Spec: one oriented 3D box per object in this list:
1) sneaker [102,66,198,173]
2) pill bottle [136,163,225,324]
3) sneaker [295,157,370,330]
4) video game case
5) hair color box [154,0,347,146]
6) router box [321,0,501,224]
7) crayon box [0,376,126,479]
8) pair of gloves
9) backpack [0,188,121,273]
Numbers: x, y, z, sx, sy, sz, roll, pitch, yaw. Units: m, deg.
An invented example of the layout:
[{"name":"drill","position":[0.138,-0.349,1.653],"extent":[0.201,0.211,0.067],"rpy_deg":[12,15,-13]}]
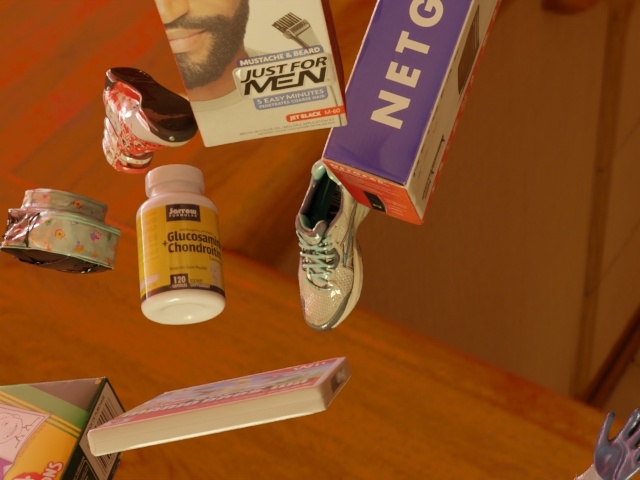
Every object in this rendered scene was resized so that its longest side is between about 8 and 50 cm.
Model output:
[{"name":"sneaker","position":[-0.265,-0.160,1.928],"extent":[0.090,0.145,0.270],"rpy_deg":[-8,29,-30]},{"name":"pill bottle","position":[-0.175,0.004,1.536],"extent":[0.103,0.103,0.184],"rpy_deg":[-7,68,0]},{"name":"sneaker","position":[0.000,0.000,1.862],"extent":[0.110,0.283,0.122],"rpy_deg":[13,11,28]},{"name":"video game case","position":[-0.082,0.151,1.171],"extent":[0.204,0.285,0.025],"rpy_deg":[-12,88,5]},{"name":"hair color box","position":[-0.042,-0.133,0.719],"extent":[0.093,0.167,0.053],"rpy_deg":[-9,50,6]},{"name":"router box","position":[0.111,-0.197,1.221],"extent":[0.082,0.301,0.335],"rpy_deg":[20,88,9]},{"name":"crayon box","position":[-0.433,0.335,1.495],"extent":[0.313,0.106,0.363],"rpy_deg":[-6,37,19]},{"name":"pair of gloves","position":[0.405,0.314,1.580],"extent":[0.023,0.159,0.198],"rpy_deg":[7,40,-39]},{"name":"backpack","position":[-0.446,-0.012,2.193],"extent":[0.188,0.166,0.144],"rpy_deg":[13,83,41]}]
